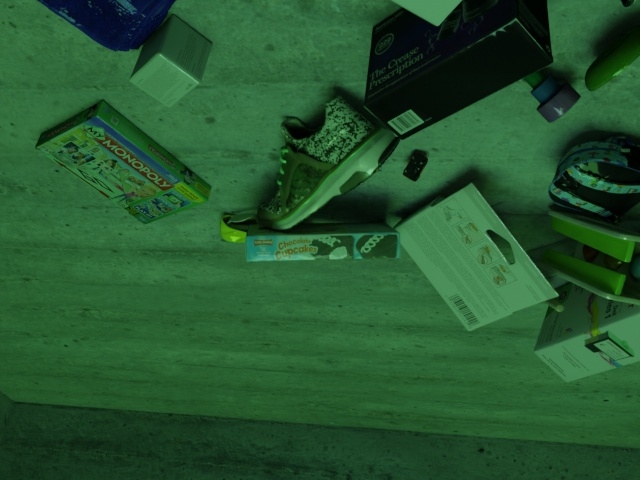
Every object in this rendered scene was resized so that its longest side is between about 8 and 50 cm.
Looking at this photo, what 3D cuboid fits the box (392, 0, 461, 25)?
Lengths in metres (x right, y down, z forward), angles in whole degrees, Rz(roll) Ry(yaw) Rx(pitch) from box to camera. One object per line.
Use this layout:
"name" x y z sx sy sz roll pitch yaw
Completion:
"box" 0.068 -0.453 0.791 0.346 0.168 0.215 22 145 -22

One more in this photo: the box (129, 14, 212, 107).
"box" -0.257 -0.306 1.150 0.087 0.101 0.102 33 140 -33

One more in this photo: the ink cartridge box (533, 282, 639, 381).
"ink cartridge box" 0.610 0.158 1.403 0.117 0.201 0.278 42 141 -8

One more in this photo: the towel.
"towel" -0.309 -0.422 1.006 0.228 0.076 0.308 29 142 -31

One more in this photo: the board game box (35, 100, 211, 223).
"board game box" -0.427 -0.158 1.470 0.214 0.046 0.317 -16 141 33

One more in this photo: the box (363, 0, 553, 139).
"box" 0.198 -0.294 0.995 0.261 0.184 0.103 -24 133 39

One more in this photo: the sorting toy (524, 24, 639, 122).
"sorting toy" 0.435 -0.325 1.003 0.126 0.127 0.365 45 143 -2

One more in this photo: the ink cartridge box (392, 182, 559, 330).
"ink cartridge box" 0.333 0.032 1.441 0.296 0.066 0.261 52 138 -3

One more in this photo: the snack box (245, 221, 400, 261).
"snack box" 0.000 0.000 1.467 0.322 0.060 0.187 -1 -171 -4

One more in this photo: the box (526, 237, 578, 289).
"box" 0.639 0.105 1.608 0.290 0.087 0.169 32 140 -32

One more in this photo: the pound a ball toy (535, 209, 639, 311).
"pound a ball toy" 0.548 0.063 1.362 0.136 0.208 0.319 9 -171 -12

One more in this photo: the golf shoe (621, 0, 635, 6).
"golf shoe" 0.348 -0.375 0.895 0.186 0.086 0.067 24 162 12

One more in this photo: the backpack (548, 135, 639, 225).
"backpack" 0.519 -0.122 1.252 0.173 0.116 0.158 13 147 -9

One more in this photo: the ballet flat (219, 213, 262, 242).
"ballet flat" -0.132 -0.029 1.587 0.231 0.077 0.077 2 131 12

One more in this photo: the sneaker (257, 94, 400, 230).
"sneaker" -0.022 -0.161 1.340 0.182 0.158 0.410 52 137 -7

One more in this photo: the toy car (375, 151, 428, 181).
"toy car" 0.161 -0.159 1.367 0.122 0.060 0.040 15 -165 20
